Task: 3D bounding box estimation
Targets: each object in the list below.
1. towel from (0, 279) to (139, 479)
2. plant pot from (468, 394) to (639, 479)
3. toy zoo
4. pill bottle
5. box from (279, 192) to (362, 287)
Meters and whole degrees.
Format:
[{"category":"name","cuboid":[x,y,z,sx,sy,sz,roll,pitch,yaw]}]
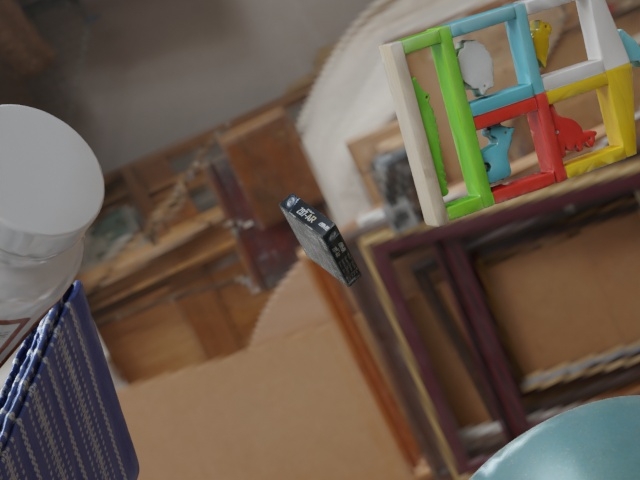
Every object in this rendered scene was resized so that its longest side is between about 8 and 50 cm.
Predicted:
[{"category":"towel","cuboid":[-0.218,0.212,1.167,0.336,0.040,0.243,-78,-20,-55]},{"category":"plant pot","cuboid":[0.267,0.308,1.275,0.195,0.290,0.290,59,173,48]},{"category":"toy zoo","cuboid":[0.216,-0.150,1.512,0.030,0.293,0.192,12,119,67]},{"category":"pill bottle","cuboid":[-0.221,0.014,0.908,0.216,0.121,0.121,-44,66,42]},{"category":"box","cuboid":[0.000,0.000,1.377,0.067,0.018,0.083,36,163,40]}]
